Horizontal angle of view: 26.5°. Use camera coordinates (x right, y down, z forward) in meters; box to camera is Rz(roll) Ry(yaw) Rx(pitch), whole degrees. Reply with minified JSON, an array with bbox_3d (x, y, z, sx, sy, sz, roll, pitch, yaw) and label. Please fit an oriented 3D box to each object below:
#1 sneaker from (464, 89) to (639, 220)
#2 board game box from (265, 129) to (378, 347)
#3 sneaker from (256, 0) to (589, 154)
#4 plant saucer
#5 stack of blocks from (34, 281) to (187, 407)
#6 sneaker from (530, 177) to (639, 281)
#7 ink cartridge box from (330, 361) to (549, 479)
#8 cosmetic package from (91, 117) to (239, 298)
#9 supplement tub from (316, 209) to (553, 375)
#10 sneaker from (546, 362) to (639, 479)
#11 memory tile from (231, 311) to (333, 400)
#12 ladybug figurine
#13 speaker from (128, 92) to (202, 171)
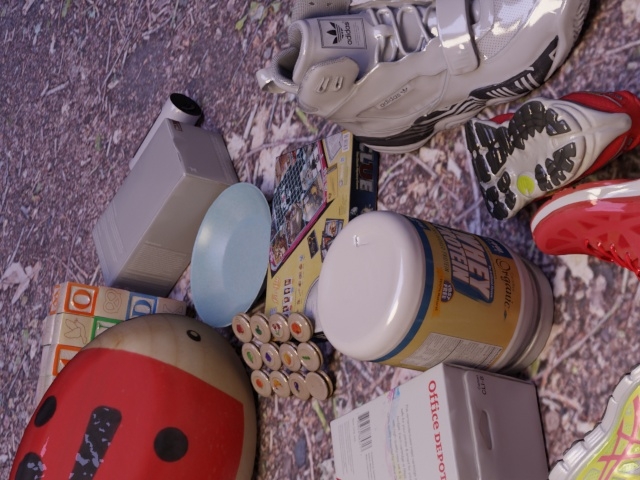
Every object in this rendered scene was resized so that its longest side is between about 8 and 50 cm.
[{"bbox_3d":[0.226,-0.087,1.309,0.279,0.118,0.107,173,80,-74],"label":"sneaker"},{"bbox_3d":[0.000,0.000,1.639,0.165,0.042,0.243,-16,66,52],"label":"board game box"},{"bbox_3d":[0.099,-0.212,1.426,0.366,0.210,0.137,-31,55,46],"label":"sneaker"},{"bbox_3d":[-0.106,0.022,1.784,0.195,0.037,0.194,-23,60,48],"label":"plant saucer"},{"bbox_3d":[-0.296,0.217,1.853,0.087,0.171,0.297,166,113,-66],"label":"stack of blocks"},{"bbox_3d":[0.275,0.014,1.210,0.221,0.087,0.128,-22,60,51],"label":"sneaker"},{"bbox_3d":[0.116,0.214,1.324,0.176,0.127,0.128,-34,51,44],"label":"ink cartridge box"},{"bbox_3d":[-0.221,-0.042,1.916,0.238,0.107,0.127,-49,43,29],"label":"cosmetic package"},{"bbox_3d":[0.113,0.057,1.320,0.144,0.200,0.144,-23,61,49],"label":"supplement tub"},{"bbox_3d":[0.283,0.177,1.157,0.094,0.081,0.208,57,131,39],"label":"sneaker"},{"bbox_3d":[-0.048,0.139,1.628,0.148,0.012,0.113,-5,107,50],"label":"memory tile"},{"bbox_3d":[-0.247,0.284,1.661,0.305,0.162,0.449,8,67,20],"label":"ladybug figurine"},{"bbox_3d":[-0.228,-0.151,2.005,0.136,0.055,0.055,-55,40,28],"label":"speaker"}]
